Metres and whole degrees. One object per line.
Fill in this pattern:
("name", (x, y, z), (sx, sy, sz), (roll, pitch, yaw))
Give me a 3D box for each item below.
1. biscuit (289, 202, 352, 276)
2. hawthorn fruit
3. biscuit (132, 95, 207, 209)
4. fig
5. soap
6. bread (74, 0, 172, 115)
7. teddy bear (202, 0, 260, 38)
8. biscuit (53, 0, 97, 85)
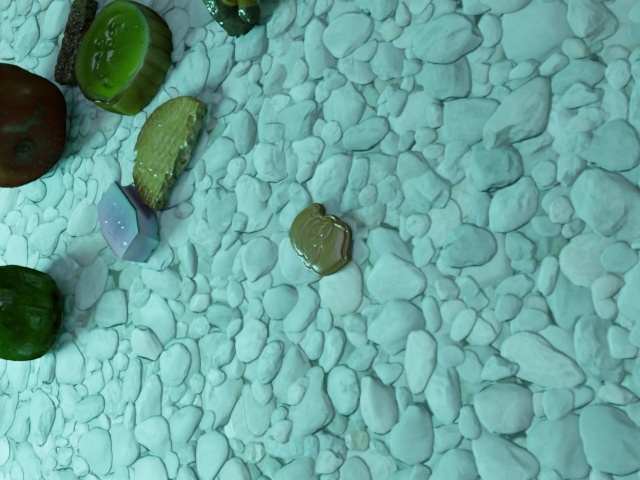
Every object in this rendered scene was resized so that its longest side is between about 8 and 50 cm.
("biscuit", (0.000, 0.000, 1.285), (0.102, 0.019, 0.130), (-52, 59, 15))
("hawthorn fruit", (-0.677, -0.238, 1.630), (0.275, 0.299, 0.275), (6, 105, 23))
("biscuit", (-0.302, -0.178, 1.510), (0.144, 0.033, 0.224), (27, 96, 36))
("fig", (-0.651, 0.135, 1.558), (0.203, 0.235, 0.203), (-11, 71, 35))
("soap", (-0.374, -0.030, 1.515), (0.100, 0.056, 0.149), (-51, 58, 18))
("bread", (-0.403, -0.373, 1.593), (0.236, 0.070, 0.236), (-7, 76, 31))
("teddy bear", (-0.134, -0.480, 1.405), (0.190, 0.140, 0.177), (-20, 67, 20))
("biscuit", (-0.537, -0.438, 1.714), (0.064, 0.034, 0.199), (9, 86, 33))
